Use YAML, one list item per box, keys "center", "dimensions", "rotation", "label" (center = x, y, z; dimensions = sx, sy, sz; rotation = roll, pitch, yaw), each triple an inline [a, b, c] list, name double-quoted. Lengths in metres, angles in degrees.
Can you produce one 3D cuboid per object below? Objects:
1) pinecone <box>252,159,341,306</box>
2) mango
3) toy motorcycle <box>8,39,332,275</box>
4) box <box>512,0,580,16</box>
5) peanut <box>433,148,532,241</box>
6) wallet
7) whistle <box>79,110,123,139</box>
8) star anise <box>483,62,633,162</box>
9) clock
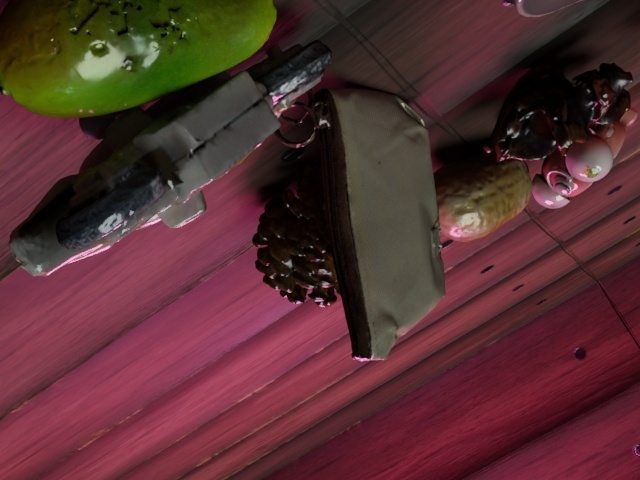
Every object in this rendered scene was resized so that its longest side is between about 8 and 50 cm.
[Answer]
- center: [0.000, 0.000, 1.137]
  dimensions: [0.195, 0.179, 0.150]
  rotation: [-49, 174, 17]
  label: "pinecone"
- center: [-0.147, -0.170, 0.676]
  dimensions: [0.232, 0.111, 0.125]
  rotation: [-18, 164, -18]
  label: "mango"
- center: [-0.138, -0.082, 0.784]
  dimensions: [0.222, 0.108, 0.341]
  rotation: [-17, -159, 45]
  label: "toy motorcycle"
- center: [0.352, -0.397, 0.744]
  dimensions: [0.396, 0.111, 0.396]
  rotation: [-24, 159, -4]
  label: "box"
- center: [0.247, -0.073, 1.312]
  dimensions: [0.224, 0.129, 0.129]
  rotation: [-21, 159, -37]
  label: "peanut"
- center: [0.071, -0.035, 1.027]
  dimensions: [0.068, 0.336, 0.274]
  rotation: [-7, -174, 37]
  label: "wallet"
- center: [-0.201, -0.130, 0.801]
  dimensions: [0.035, 0.035, 0.100]
  rotation: [-5, 148, -44]
  label: "whistle"
- center: [0.337, -0.186, 1.169]
  dimensions: [0.190, 0.126, 0.220]
  rotation: [-7, -167, 26]
  label: "star anise"
- center: [0.397, -0.138, 1.312]
  dimensions: [0.162, 0.092, 0.166]
  rotation: [-58, -176, -28]
  label: "clock"
